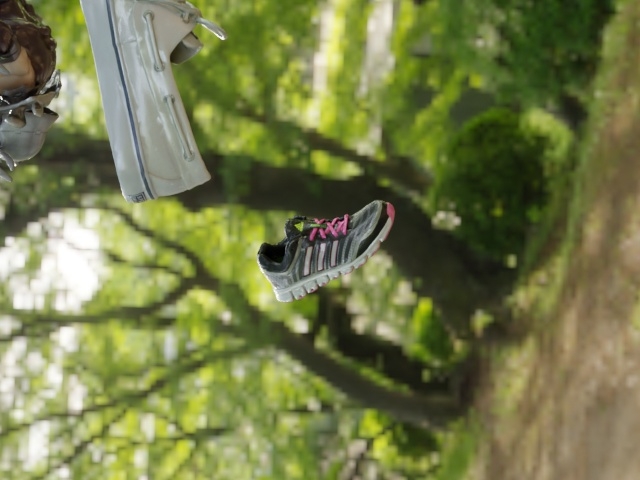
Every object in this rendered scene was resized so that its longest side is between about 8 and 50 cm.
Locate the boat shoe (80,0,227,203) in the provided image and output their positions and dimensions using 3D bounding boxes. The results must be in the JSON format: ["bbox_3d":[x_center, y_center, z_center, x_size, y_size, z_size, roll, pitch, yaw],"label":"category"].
[{"bbox_3d":[-0.187,-0.236,1.950,0.136,0.156,0.367,107,152,-89],"label":"boat shoe"}]

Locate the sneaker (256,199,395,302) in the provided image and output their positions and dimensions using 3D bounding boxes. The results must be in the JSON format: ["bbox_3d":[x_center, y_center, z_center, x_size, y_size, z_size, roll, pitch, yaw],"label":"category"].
[{"bbox_3d":[0.000,0.000,1.774,0.075,0.170,0.063,46,-151,-23],"label":"sneaker"}]

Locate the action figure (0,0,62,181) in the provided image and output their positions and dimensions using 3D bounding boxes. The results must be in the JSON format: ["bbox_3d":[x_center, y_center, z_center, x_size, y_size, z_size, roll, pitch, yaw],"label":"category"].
[{"bbox_3d":[-0.216,-0.177,1.051,0.185,0.099,0.285,-143,45,-72],"label":"action figure"}]
